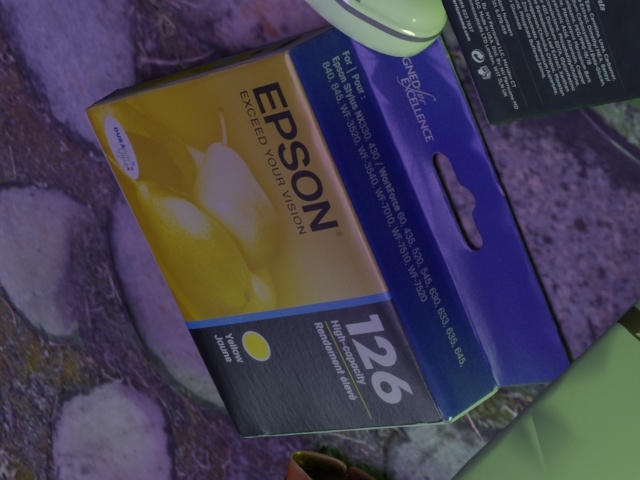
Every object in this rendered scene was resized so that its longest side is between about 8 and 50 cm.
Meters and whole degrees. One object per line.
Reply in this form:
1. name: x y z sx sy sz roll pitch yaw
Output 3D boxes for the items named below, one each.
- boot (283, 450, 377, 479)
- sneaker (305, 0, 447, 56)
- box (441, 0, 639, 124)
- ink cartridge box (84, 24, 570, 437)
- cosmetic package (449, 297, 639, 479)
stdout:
1. boot: -0.025 0.241 1.482 0.197 0.073 0.152 11 124 20
2. sneaker: 0.019 -0.260 1.116 0.161 0.102 0.282 -32 94 42
3. box: 0.180 -0.145 1.012 0.158 0.156 0.093 -9 110 42
4. ink cartridge box: 0.000 0.000 1.314 0.307 0.072 0.304 -10 108 44
5. cosmetic package: 0.191 0.184 1.044 0.217 0.385 0.156 40 134 12
